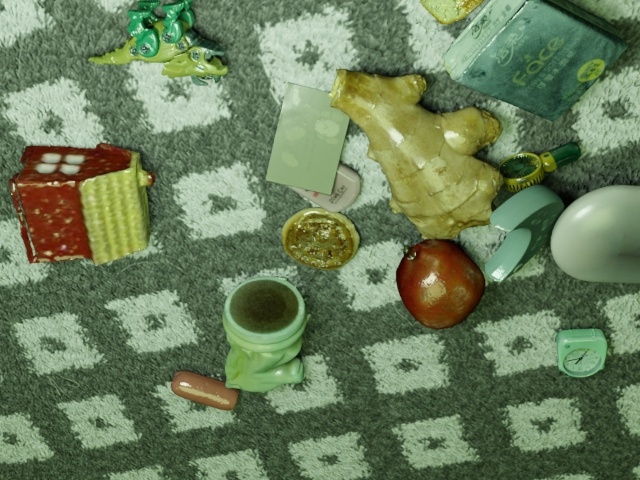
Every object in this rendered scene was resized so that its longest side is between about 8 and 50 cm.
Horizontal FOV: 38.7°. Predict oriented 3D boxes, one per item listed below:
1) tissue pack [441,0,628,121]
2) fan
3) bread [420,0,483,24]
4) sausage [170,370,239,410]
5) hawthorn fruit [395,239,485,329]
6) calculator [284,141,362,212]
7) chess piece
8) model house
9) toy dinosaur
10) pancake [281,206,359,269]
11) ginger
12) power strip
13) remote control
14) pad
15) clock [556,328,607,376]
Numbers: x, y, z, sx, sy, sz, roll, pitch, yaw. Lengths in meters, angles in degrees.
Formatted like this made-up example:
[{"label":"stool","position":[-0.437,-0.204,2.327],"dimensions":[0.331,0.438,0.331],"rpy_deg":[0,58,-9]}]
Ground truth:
[{"label":"tissue pack","position":[0.350,-0.309,1.490],"dimensions":[0.257,0.081,0.185],"rpy_deg":[13,132,-37]},{"label":"fan","position":[0.402,-0.135,1.666],"dimensions":[0.155,0.082,0.039],"rpy_deg":[-22,125,6]},{"label":"bread","position":[0.226,-0.410,1.457],"dimensions":[0.140,0.128,0.069],"rpy_deg":[-35,111,19]},{"label":"sausage","position":[-0.260,0.336,2.042],"dimensions":[0.154,0.062,0.062],"rpy_deg":[19,123,-8]},{"label":"hawthorn fruit","position":[0.223,0.075,1.762],"dimensions":[0.169,0.169,0.188],"rpy_deg":[-29,129,22]},{"label":"calculator","position":[-0.006,-0.121,1.731],"dimensions":[0.175,0.032,0.100],"rpy_deg":[30,121,-14]},{"label":"chess piece","position":[-0.118,0.228,1.923],"dimensions":[0.176,0.175,0.298],"rpy_deg":[6,137,1]},{"label":"model house","position":[-0.434,-0.068,1.728],"dimensions":[0.254,0.160,0.196],"rpy_deg":[0,123,3]},{"label":"toy dinosaur","position":[-0.289,-0.345,1.575],"dimensions":[0.259,0.094,0.153],"rpy_deg":[4,121,13]},{"label":"pancake","position":[0.000,0.000,1.815],"dimensions":[0.158,0.028,0.158],"rpy_deg":[4,125,5]},{"label":"ginger","position":[0.186,-0.168,1.606],"dimensions":[0.236,0.166,0.375],"rpy_deg":[-15,130,33]},{"label":"power strip","position":[0.378,-0.016,1.694],"dimensions":[0.168,0.054,0.253],"rpy_deg":[-36,153,-9]},{"label":"remote control","position":[0.593,-0.008,1.701],"dimensions":[0.332,0.103,0.221],"rpy_deg":[4,131,-8]},{"label":"pad","position":[-0.020,-0.184,1.676],"dimensions":[0.127,0.004,0.190],"rpy_deg":[12,109,-4]},{"label":"clock","position":[0.549,0.247,1.930],"dimensions":[0.101,0.041,0.135],"rpy_deg":[-2,125,6]}]
